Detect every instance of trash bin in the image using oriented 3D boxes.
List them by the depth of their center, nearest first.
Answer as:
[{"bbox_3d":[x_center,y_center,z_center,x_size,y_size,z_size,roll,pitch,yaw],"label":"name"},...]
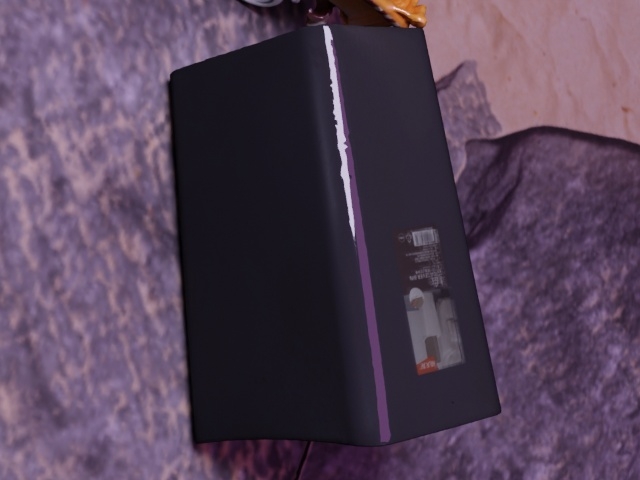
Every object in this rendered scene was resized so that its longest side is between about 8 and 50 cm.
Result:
[{"bbox_3d":[0.000,0.000,0.782,0.115,0.165,0.225,-6,88,-42],"label":"trash bin"}]

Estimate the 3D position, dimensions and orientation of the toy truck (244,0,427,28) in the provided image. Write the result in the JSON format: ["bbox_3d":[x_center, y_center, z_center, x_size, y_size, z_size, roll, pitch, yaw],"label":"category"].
[{"bbox_3d":[-0.044,-0.228,0.776,0.270,0.135,0.114,34,65,-36],"label":"toy truck"}]
